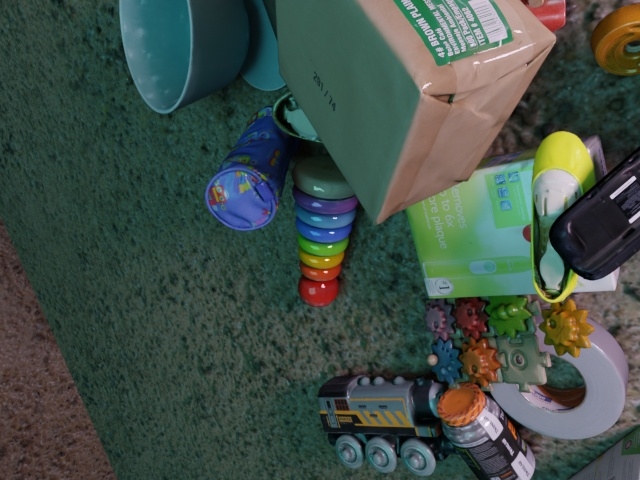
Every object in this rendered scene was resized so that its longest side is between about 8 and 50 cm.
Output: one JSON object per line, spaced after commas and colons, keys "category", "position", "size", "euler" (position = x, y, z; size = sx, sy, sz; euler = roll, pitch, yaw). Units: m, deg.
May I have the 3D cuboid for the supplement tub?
{"category": "supplement tub", "position": [0.307, 0.367, 0.931], "size": [0.117, 0.117, 0.190], "euler": [-24, 109, 40]}

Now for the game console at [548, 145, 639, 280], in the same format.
{"category": "game console", "position": [0.420, -0.107, 0.576], "size": [0.213, 0.044, 0.361], "euler": [44, 100, -10]}

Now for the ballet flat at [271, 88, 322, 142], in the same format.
{"category": "ballet flat", "position": [0.067, -0.204, 0.861], "size": [0.349, 0.123, 0.123], "euler": [17, 119, 23]}

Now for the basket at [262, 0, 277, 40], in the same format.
{"category": "basket", "position": [-0.029, -0.453, 0.822], "size": [0.205, 0.154, 0.226], "euler": [-29, 85, 14]}

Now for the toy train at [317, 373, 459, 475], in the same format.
{"category": "toy train", "position": [0.141, 0.390, 1.082], "size": [0.334, 0.142, 0.190], "euler": [-15, 91, 39]}

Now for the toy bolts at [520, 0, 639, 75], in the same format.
{"category": "toy bolts", "position": [0.357, -0.342, 0.629], "size": [0.229, 0.158, 0.218], "euler": [6, 154, 24]}

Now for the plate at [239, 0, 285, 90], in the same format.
{"category": "plate", "position": [-0.106, -0.395, 0.984], "size": [0.188, 0.024, 0.188], "euler": [14, 117, 30]}

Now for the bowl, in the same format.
{"category": "bowl", "position": [-0.255, -0.413, 0.971], "size": [0.312, 0.163, 0.311], "euler": [20, 118, 44]}

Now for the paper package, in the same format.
{"category": "paper package", "position": [0.079, -0.235, 0.642], "size": [0.324, 0.168, 0.309], "euler": [61, 167, 20]}

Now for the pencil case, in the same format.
{"category": "pencil case", "position": [-0.111, -0.145, 0.927], "size": [0.133, 0.306, 0.119], "euler": [-22, 119, 23]}

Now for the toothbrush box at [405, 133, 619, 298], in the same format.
{"category": "toothbrush box", "position": [0.296, -0.028, 0.786], "size": [0.283, 0.122, 0.206], "euler": [-8, 105, 37]}

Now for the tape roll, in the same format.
{"category": "tape roll", "position": [0.401, 0.227, 0.853], "size": [0.219, 0.072, 0.219], "euler": [16, 119, 31]}

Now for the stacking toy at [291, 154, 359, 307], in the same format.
{"category": "stacking toy", "position": [0.000, 0.000, 1.018], "size": [0.141, 0.141, 0.330], "euler": [26, 128, 25]}

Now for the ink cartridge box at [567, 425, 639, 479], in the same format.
{"category": "ink cartridge box", "position": [0.495, 0.432, 0.819], "size": [0.093, 0.154, 0.212], "euler": [38, 126, 15]}

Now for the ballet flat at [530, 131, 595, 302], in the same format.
{"category": "ballet flat", "position": [0.311, -0.022, 0.648], "size": [0.077, 0.077, 0.230], "euler": [7, 112, 34]}

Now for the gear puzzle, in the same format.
{"category": "gear puzzle", "position": [0.291, 0.166, 0.827], "size": [0.339, 0.044, 0.175], "euler": [-23, 71, 57]}
